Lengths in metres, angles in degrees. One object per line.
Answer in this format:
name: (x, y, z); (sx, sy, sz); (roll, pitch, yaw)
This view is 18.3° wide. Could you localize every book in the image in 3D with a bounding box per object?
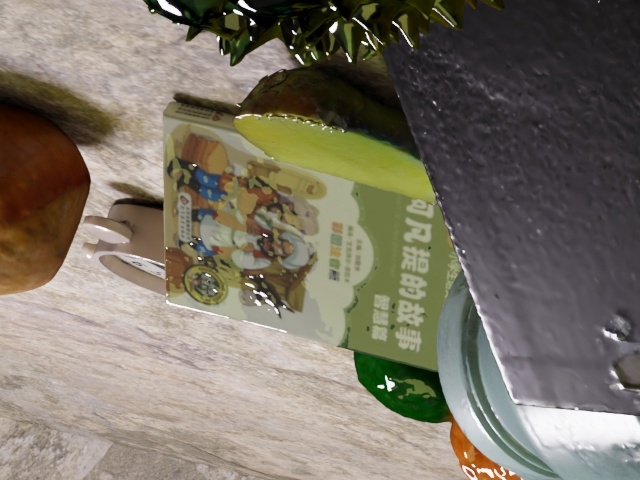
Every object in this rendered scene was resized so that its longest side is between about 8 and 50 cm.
book: (0.000, 0.000, 1.591); (0.264, 0.027, 0.202); (14, 129, 12)

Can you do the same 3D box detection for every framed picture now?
framed picture: (0.151, -0.038, 1.120); (0.244, 0.013, 0.324); (1, 120, 46)

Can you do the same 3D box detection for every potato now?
potato: (0.024, -0.079, 1.429); (0.198, 0.054, 0.119); (20, 162, -32)

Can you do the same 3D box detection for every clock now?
clock: (-0.143, 0.013, 1.941); (0.155, 0.063, 0.229); (6, 160, 45)

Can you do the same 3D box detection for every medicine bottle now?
medicine bottle: (0.231, 0.071, 1.373); (0.245, 0.245, 0.290); (22, 163, -20)

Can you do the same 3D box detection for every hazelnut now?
hazelnut: (-0.292, -0.035, 1.714); (0.182, 0.182, 0.182); (15, 166, 4)

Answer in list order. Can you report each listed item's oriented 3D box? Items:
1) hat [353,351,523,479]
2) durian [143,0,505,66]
hat: (0.235, 0.148, 1.812); (0.400, 0.285, 0.285); (42, 166, 5)
durian: (0.009, -0.196, 0.711); (0.291, 0.224, 0.291); (31, 142, 28)
